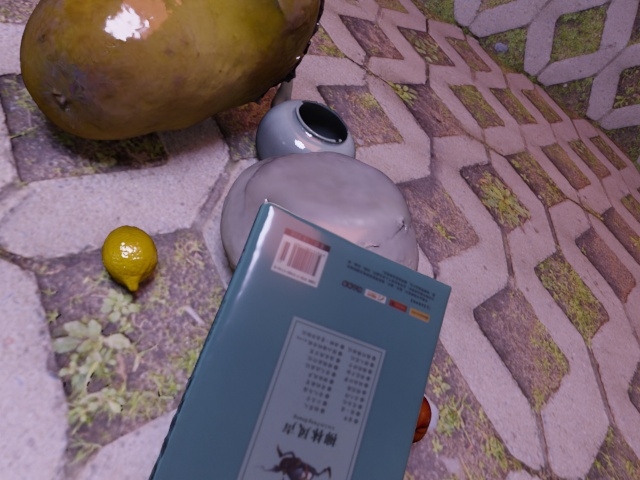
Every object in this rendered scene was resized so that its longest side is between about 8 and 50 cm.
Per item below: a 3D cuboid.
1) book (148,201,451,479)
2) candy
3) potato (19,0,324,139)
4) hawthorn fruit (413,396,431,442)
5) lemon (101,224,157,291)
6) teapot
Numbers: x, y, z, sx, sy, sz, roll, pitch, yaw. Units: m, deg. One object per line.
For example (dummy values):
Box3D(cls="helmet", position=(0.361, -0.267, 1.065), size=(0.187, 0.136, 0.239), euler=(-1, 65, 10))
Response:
Box3D(cls="book", position=(-0.010, 0.178, 0.452), size=(0.264, 0.031, 0.379), euler=(25, 73, -15))
Box3D(cls="candy", position=(0.000, 0.000, 0.622), size=(0.295, 0.185, 0.295), euler=(9, 48, -10))
Box3D(cls="potato", position=(-0.197, -0.271, 0.596), size=(0.397, 0.290, 0.296), euler=(-4, 38, 12))
Box3D(cls="hawthorn fruit", position=(0.108, 0.229, 0.592), size=(0.081, 0.081, 0.093), euler=(25, 16, -16))
Box3D(cls="lemon", position=(-0.235, 0.020, 0.526), size=(0.065, 0.065, 0.092), euler=(4, 55, -33))
Box3D(cls="teapot", position=(-0.021, -0.179, 0.792), size=(0.193, 0.129, 0.294), euler=(-14, 64, -40))
